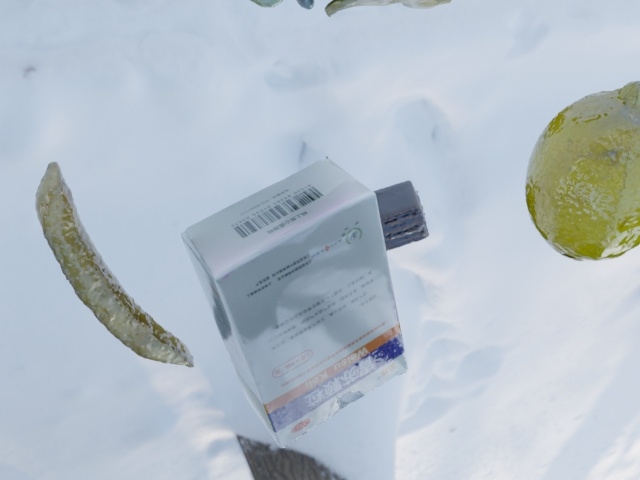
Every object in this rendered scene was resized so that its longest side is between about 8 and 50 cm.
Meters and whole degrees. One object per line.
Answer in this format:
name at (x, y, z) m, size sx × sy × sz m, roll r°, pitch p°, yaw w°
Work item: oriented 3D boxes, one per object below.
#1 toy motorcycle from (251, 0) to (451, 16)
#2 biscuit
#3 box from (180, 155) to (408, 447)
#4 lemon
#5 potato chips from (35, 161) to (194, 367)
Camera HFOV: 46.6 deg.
toy motorcycle at (0.050, -0.334, 0.800) m, size 0.410 × 0.237 × 0.169 m, roll -8°, pitch 99°, yaw -17°
biscuit at (0.000, 0.000, 1.340) m, size 0.388 × 0.107 × 0.073 m, roll -19°, pitch 123°, yaw 7°
box at (-0.019, 0.080, 0.888) m, size 0.200 × 0.106 × 0.299 m, roll -28°, pitch 130°, yaw -17°
lemon at (0.161, -0.039, 0.427) m, size 0.082 × 0.082 × 0.111 m, roll -14°, pitch 130°, yaw -23°
potato chips at (-0.294, 0.071, 1.051) m, size 0.080 × 0.057 × 0.407 m, roll -32°, pitch 129°, yaw -8°
